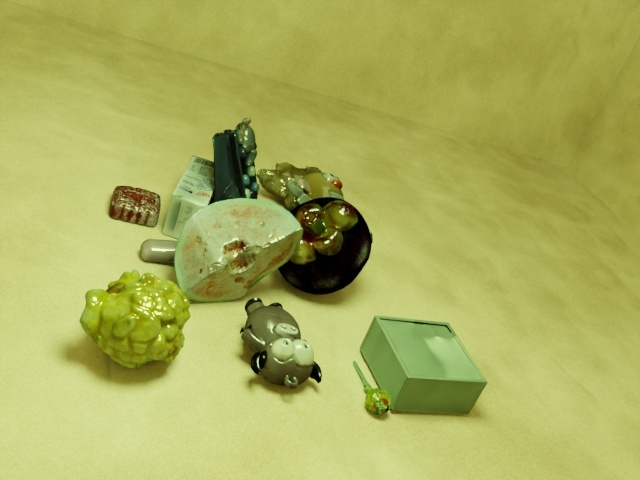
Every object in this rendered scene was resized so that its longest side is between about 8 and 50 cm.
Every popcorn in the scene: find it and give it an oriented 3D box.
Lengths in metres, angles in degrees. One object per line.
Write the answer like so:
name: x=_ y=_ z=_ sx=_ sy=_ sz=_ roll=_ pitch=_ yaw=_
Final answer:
popcorn: x=-0.381 y=0.158 z=1.529 sx=0.217 sy=0.180 sz=0.235 roll=14 pitch=20 yaw=-14

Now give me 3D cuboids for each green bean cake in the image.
green bean cake: x=-0.514 y=-0.100 z=2.052 sx=0.135 sy=0.056 sz=0.135 roll=14 pitch=27 yaw=-18

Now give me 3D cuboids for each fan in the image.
fan: x=-0.347 y=0.033 z=1.924 sx=0.245 sy=0.074 sz=0.130 roll=5 pitch=42 yaw=-22

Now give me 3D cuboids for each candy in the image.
candy: x=0.112 y=0.339 z=1.732 sx=0.058 sy=0.062 sz=0.194 roll=-30 pitch=29 yaw=-3

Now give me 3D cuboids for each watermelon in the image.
watermelon: x=-0.217 y=0.021 z=1.848 sx=0.322 sy=0.175 sz=0.188 roll=-20 pitch=57 yaw=-14

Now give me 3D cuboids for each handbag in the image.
handbag: x=-0.244 y=-0.229 z=2.191 sx=0.119 sy=0.268 sz=0.325 roll=-3 pitch=11 yaw=1

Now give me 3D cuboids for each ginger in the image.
ginger: x=-0.097 y=-0.175 z=2.441 sx=0.270 sy=0.123 sz=0.218 roll=0 pitch=51 yaw=-31

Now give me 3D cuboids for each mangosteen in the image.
mangosteen: x=0.000 y=0.000 z=1.973 sx=0.275 sy=0.275 sz=0.302 roll=33 pitch=-13 yaw=20

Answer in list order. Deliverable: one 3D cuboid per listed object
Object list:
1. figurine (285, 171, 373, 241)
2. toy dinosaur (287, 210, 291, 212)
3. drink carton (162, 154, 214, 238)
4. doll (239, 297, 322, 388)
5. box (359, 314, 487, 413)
figurine: x=0.021 y=-0.095 z=2.286 sx=0.284 sy=0.167 sz=0.342 roll=59 pitch=-1 yaw=36
toy dinosaur: x=-0.189 y=-0.082 z=2.270 sx=0.188 sy=0.075 sz=0.248 roll=21 pitch=24 yaw=30
drink carton: x=-0.364 y=-0.125 z=2.132 sx=0.107 sy=0.130 sz=0.315 roll=17 pitch=26 yaw=-7
doll: x=-0.095 y=0.236 z=1.678 sx=0.182 sy=0.117 sz=0.257 roll=14 pitch=24 yaw=-29
box: x=0.244 y=0.308 z=1.805 sx=0.225 sy=0.117 sz=0.225 roll=9 pitch=30 yaw=-25
